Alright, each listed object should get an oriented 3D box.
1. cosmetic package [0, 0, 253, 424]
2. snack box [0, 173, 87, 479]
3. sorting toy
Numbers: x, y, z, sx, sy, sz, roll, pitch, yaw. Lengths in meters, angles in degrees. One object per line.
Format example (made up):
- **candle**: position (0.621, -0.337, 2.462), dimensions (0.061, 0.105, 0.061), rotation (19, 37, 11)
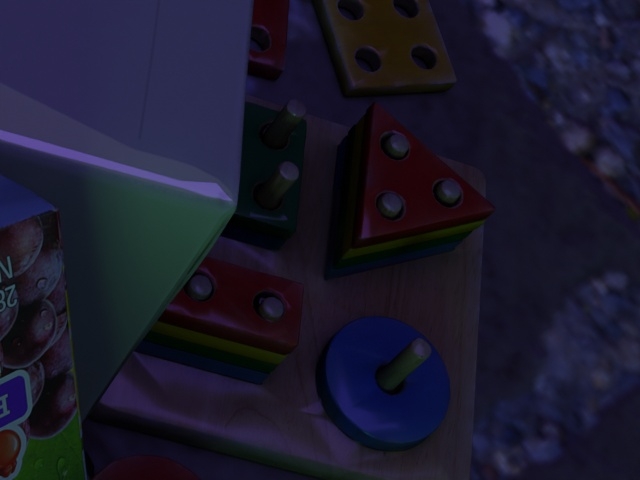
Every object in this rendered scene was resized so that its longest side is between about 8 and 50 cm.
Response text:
- **cosmetic package**: position (-0.208, -0.094, 0.521), dimensions (0.366, 0.155, 0.197), rotation (13, 55, -17)
- **snack box**: position (-0.136, 0.099, 0.422), dimensions (0.174, 0.207, 0.070), rotation (-23, 36, -33)
- **sorting toy**: position (0.000, 0.000, 0.635), dimensions (0.132, 0.046, 0.274), rotation (17, 57, -17)
